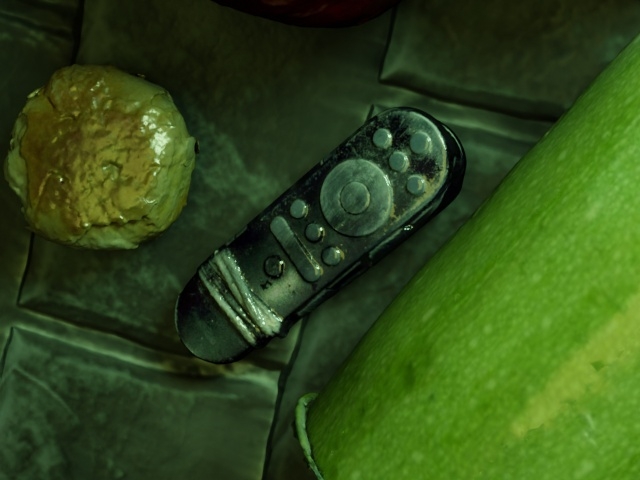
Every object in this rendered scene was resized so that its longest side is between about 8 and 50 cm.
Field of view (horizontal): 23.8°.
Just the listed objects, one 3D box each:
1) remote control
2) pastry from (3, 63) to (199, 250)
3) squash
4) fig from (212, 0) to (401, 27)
[{"bbox_3d":[0.000,0.000,1.146,0.266,0.066,0.090,-39,71,19],"label":"remote control"},{"bbox_3d":[-0.170,-0.063,1.170,0.153,0.081,0.153,1,94,19],"label":"pastry"},{"bbox_3d":[0.188,0.074,0.993,0.263,0.263,0.384,44,105,8],"label":"squash"},{"bbox_3d":[-0.023,-0.252,1.048,0.263,0.224,0.224,9,99,48],"label":"fig"}]
